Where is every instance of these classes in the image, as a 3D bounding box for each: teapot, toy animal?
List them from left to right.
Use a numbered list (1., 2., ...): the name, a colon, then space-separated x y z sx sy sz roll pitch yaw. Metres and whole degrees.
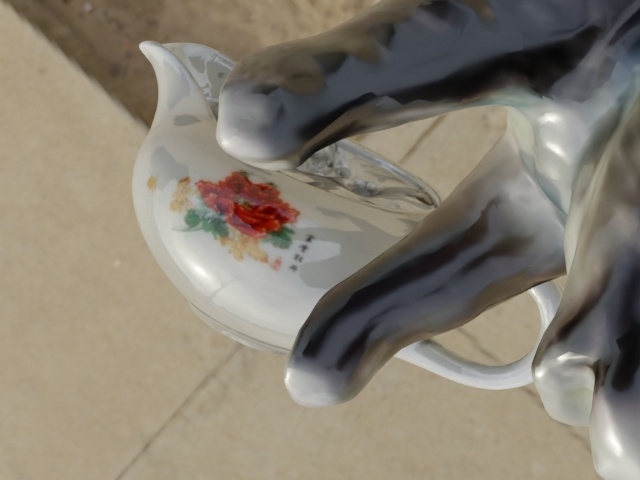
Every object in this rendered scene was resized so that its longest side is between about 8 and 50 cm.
1. teapot: 0.000 0.000 0.665 0.226 0.145 0.092 29 111 22
2. toy animal: 0.173 -0.057 0.520 0.302 0.344 0.194 14 144 30
